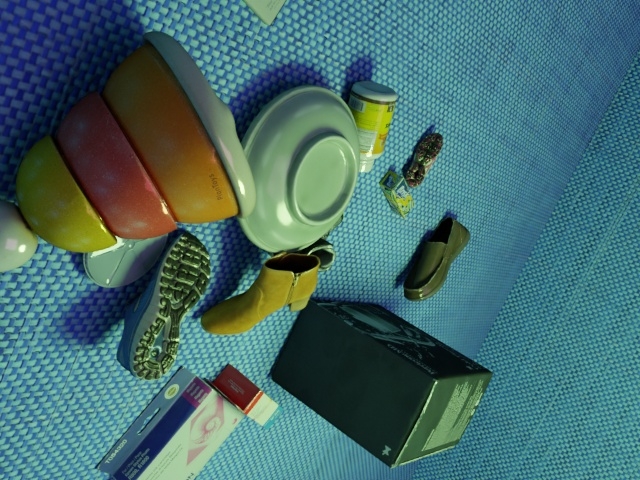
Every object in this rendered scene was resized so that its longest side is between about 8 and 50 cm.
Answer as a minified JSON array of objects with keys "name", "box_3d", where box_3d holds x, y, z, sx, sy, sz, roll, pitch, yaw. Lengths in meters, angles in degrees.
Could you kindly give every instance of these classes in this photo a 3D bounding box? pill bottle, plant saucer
[{"name":"pill bottle","box_3d":[0.116,-0.288,1.801,0.117,0.117,0.214,-19,132,-46]},{"name":"plant saucer","box_3d":[-0.021,-0.148,1.612,0.401,0.101,0.400,-24,125,-40]}]

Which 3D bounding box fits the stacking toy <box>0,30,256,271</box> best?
[{"name":"stacking toy","box_3d":[-0.379,-0.100,1.172,0.480,0.350,0.350,-29,141,-12]}]

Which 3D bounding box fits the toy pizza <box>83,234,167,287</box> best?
[{"name":"toy pizza","box_3d":[-0.394,0.003,1.422,0.201,0.032,0.201,-36,143,-34]}]

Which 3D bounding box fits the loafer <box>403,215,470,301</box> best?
[{"name":"loafer","box_3d":[0.391,0.056,2.502,0.366,0.134,0.130,-54,126,-25]}]

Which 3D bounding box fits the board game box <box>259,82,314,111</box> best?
[{"name":"board game box","box_3d":[-0.066,-0.242,1.654,0.160,0.047,0.210,-33,141,-34]}]

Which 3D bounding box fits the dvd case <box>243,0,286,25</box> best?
[{"name":"dvd case","box_3d":[-0.117,-0.552,1.341,0.180,0.022,0.253,-58,148,0]}]

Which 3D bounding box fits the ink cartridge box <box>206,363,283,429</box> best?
[{"name":"ink cartridge box","box_3d":[-0.207,0.427,1.949,0.078,0.134,0.231,-50,148,-12]}]

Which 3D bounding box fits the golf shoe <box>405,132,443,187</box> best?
[{"name":"golf shoe","box_3d":[0.316,-0.249,2.180,0.186,0.068,0.086,-60,175,1]}]

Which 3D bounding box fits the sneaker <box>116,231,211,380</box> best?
[{"name":"sneaker","box_3d":[-0.352,0.129,1.514,0.130,0.147,0.329,40,65,-41]}]

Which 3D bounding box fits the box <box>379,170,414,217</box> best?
[{"name":"box","box_3d":[0.235,-0.140,2.156,0.059,0.054,0.169,-51,149,-11]}]

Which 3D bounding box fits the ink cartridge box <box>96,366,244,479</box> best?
[{"name":"ink cartridge box","box_3d":[-0.378,0.527,1.862,0.324,0.071,0.330,-50,149,-12]}]

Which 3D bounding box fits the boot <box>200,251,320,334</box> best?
[{"name":"boot","box_3d":[-0.149,0.119,1.701,0.295,0.104,0.211,-14,147,-17]}]

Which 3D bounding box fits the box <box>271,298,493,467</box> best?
[{"name":"box","box_3d":[0.197,0.419,2.177,0.472,0.480,0.297,10,107,-57]}]

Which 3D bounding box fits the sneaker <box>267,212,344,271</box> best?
[{"name":"sneaker","box_3d":[0.000,0.000,1.852,0.269,0.153,0.101,-30,138,-38]}]
